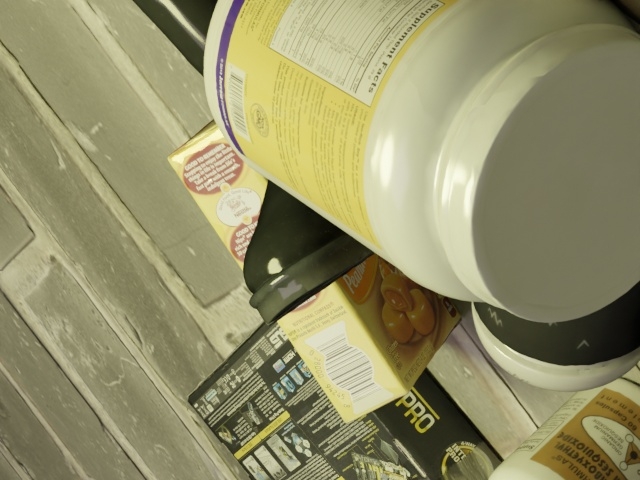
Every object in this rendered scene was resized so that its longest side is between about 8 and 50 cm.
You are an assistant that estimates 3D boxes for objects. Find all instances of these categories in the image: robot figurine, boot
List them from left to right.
[{"bbox_3d":[-0.087,-0.170,1.672,0.146,0.367,0.445,-35,92,25],"label":"boot"},{"bbox_3d":[0.214,0.003,1.595,0.278,0.173,0.209,89,172,-47],"label":"robot figurine"}]

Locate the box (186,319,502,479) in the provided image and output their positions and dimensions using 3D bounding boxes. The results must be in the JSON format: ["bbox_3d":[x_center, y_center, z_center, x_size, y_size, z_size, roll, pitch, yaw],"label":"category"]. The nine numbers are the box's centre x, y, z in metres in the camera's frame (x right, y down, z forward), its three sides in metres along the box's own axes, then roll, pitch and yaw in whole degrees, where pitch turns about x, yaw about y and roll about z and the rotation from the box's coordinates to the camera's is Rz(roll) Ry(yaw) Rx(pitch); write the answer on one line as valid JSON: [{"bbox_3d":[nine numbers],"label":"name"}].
[{"bbox_3d":[0.020,0.230,2.211,0.318,0.097,0.395,51,152,5],"label":"box"}]

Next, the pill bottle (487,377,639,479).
[{"bbox_3d":[0.229,0.242,1.777,0.131,0.229,0.131,35,147,27],"label":"pill bottle"}]

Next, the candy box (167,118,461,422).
[{"bbox_3d":[0.000,0.000,1.873,0.087,0.183,0.316,-28,100,29],"label":"candy box"}]

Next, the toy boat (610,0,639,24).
[{"bbox_3d":[0.241,-0.235,1.319,0.231,0.151,0.151,36,-170,-32],"label":"toy boat"}]

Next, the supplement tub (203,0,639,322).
[{"bbox_3d":[0.091,-0.100,1.383,0.331,0.241,0.241,35,149,48],"label":"supplement tub"}]
